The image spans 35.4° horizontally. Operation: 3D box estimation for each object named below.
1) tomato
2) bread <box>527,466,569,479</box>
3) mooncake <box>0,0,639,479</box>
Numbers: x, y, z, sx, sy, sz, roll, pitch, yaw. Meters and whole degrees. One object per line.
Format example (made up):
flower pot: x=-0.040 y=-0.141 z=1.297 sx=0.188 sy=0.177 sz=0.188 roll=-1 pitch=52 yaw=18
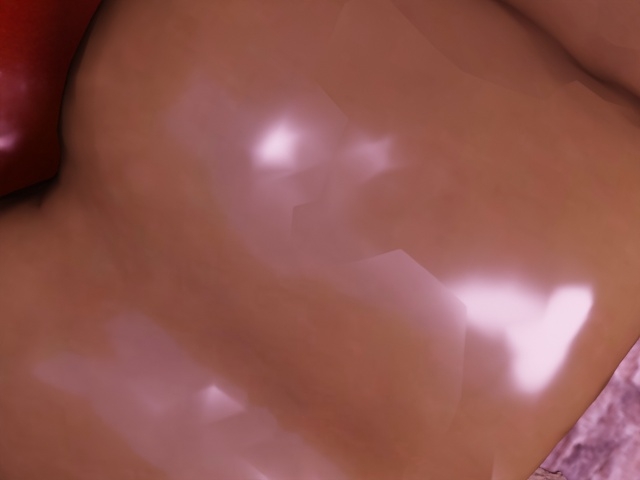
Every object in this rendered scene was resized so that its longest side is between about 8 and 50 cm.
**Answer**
tomato: x=-0.229 y=-0.106 z=0.681 sx=0.180 sy=0.260 sz=0.260 roll=24 pitch=112 yaw=-36
bread: x=0.152 y=0.217 z=0.785 sx=0.076 sy=0.070 sz=0.083 roll=21 pitch=105 yaw=4
mooncake: x=0.000 y=0.000 z=0.571 sx=0.262 sy=0.467 sz=0.467 roll=39 pitch=107 yaw=2
